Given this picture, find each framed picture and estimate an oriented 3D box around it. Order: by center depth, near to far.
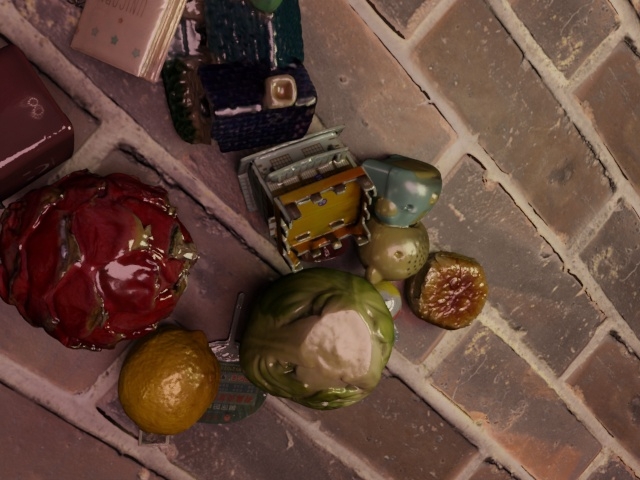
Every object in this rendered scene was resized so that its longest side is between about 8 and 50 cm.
[{"bbox_3d":[-0.352,0.398,1.400,0.066,0.006,0.089,4,105,-20],"label":"framed picture"}]

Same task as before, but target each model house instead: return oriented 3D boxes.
[{"bbox_3d":[-0.133,-0.314,1.146,0.243,0.284,0.299,-14,110,-24],"label":"model house"},{"bbox_3d":[-0.020,-0.094,1.285,0.224,0.215,0.198,-23,151,-14],"label":"model house"}]

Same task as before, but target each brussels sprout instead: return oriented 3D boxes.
[{"bbox_3d":[0.001,0.191,1.297,0.289,0.354,0.282,20,81,-11],"label":"brussels sprout"}]

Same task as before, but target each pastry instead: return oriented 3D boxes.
[{"bbox_3d":[0.295,0.119,1.542,0.192,0.093,0.182,11,101,-21],"label":"pastry"}]

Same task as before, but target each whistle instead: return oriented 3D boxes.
[{"bbox_3d":[0.137,0.172,1.488,0.122,0.123,0.223,-32,129,-11],"label":"whistle"}]

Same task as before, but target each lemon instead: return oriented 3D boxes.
[{"bbox_3d":[-0.297,0.274,1.288,0.192,0.192,0.231,29,91,-26],"label":"lemon"}]

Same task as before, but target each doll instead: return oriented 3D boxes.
[{"bbox_3d":[0.163,-0.039,1.399,0.177,0.161,0.261,-18,124,-54],"label":"doll"}]

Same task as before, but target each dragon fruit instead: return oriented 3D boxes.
[{"bbox_3d":[-0.383,0.033,1.126,0.329,0.329,0.329,-6,107,-21],"label":"dragon fruit"}]

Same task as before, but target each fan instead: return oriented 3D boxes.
[{"bbox_3d":[-0.231,0.277,1.418,0.223,0.012,0.295,-19,111,-14],"label":"fan"}]

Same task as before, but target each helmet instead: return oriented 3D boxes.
[{"bbox_3d":[0.000,0.000,1.408,0.111,0.057,0.089,-3,141,-31],"label":"helmet"}]

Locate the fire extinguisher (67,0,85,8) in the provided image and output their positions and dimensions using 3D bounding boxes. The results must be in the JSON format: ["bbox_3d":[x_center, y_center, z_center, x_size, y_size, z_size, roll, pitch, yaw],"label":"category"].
[{"bbox_3d":[-0.426,-0.440,1.125,0.038,0.025,0.083,-1,108,13],"label":"fire extinguisher"}]

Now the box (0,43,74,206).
[{"bbox_3d":[-0.499,-0.174,1.025,0.167,0.294,0.193,-37,102,-19],"label":"box"}]

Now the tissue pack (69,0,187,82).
[{"bbox_3d":[-0.294,-0.446,1.105,0.326,0.170,0.071,-68,160,6],"label":"tissue pack"}]
